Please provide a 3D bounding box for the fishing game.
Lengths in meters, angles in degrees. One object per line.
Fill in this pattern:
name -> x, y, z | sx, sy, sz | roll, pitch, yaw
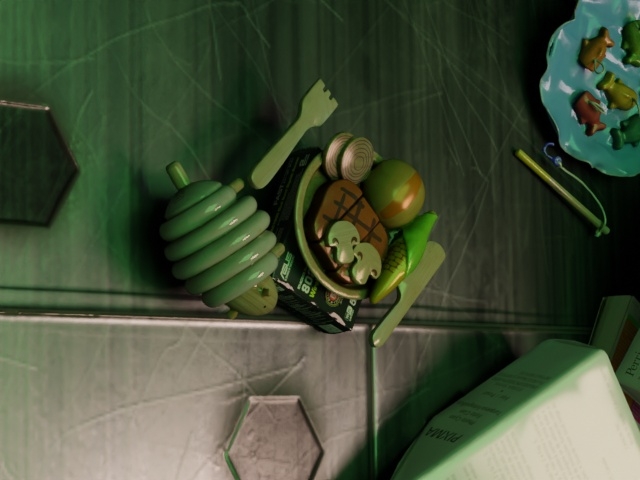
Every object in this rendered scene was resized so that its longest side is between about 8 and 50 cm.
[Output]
fishing game -> 0.290, -0.152, 1.442 | 0.189, 0.041, 0.264 | 43, 75, -26

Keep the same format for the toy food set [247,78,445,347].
toy food set -> 0.033, -0.019, 1.188 | 0.192, 0.038, 0.132 | 52, 55, -25

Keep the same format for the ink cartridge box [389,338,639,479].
ink cartridge box -> 0.136, 0.310, 1.285 | 0.385, 0.091, 0.308 | -31, 106, -22

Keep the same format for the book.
book -> 0.287, 0.138, 1.449 | 0.096, 0.035, 0.144 | 41, 60, -33

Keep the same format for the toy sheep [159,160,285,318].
toy sheep -> -0.075, -0.001, 1.118 | 0.091, 0.091, 0.132 | -40, 96, -37

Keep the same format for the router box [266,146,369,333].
router box -> 0.000, 0.000, 1.210 | 0.092, 0.038, 0.122 | 33, 64, -33

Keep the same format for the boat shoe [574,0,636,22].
boat shoe -> 0.285, -0.225, 1.477 | 0.152, 0.056, 0.049 | 21, 66, -38

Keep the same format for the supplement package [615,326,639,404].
supplement package -> 0.426, 0.076, 1.429 | 0.204, 0.145, 0.262 | 38, 77, -48
